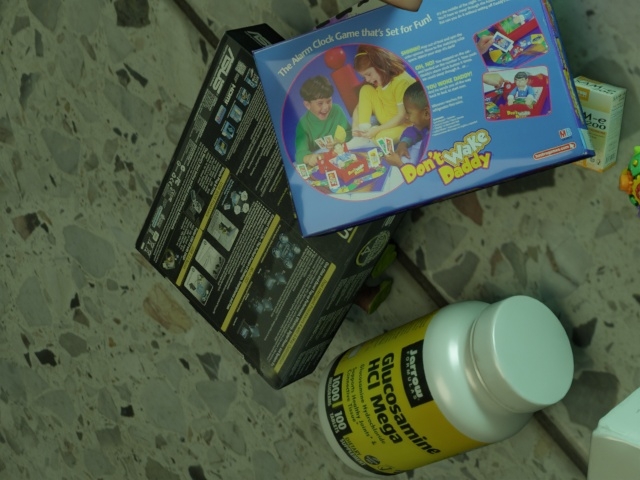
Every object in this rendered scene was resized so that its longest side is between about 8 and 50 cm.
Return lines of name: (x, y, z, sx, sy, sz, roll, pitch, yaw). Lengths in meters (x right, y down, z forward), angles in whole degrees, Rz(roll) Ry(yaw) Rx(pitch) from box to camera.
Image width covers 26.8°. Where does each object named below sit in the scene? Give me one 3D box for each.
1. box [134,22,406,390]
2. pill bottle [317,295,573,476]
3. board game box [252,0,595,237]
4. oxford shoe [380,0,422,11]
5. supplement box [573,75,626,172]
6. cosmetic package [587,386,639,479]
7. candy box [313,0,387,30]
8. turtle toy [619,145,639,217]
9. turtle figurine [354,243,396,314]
box: (-0.068, -0.042, 1.812, 0.318, 0.097, 0.395, 44, 128, 22)
pill bottle: (0.162, 0.188, 1.761, 0.334, 0.188, 0.188, -30, 88, 47)
board game box: (0.117, -0.160, 1.565, 0.347, 0.078, 0.233, -16, 87, 20)
oxford shoe: (0.079, -0.374, 1.539, 0.130, 0.123, 0.348, -62, 24, 22)
supplement box: (0.315, -0.135, 1.567, 0.062, 0.036, 0.098, 22, 123, 34)
cosmetic package: (0.494, 0.344, 1.422, 0.329, 0.327, 0.393, 19, 123, 36)
candy box: (0.106, -0.236, 1.692, 0.196, 0.070, 0.164, -21, 95, 47)
turtle toy: (0.389, -0.051, 1.516, 0.130, 0.066, 0.095, 57, 137, 6)
turtle figurine: (0.000, 0.000, 1.893, 0.217, 0.087, 0.269, 28, 121, 27)
